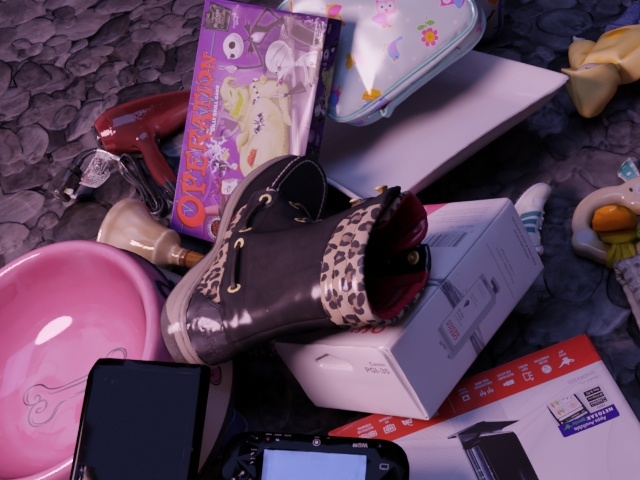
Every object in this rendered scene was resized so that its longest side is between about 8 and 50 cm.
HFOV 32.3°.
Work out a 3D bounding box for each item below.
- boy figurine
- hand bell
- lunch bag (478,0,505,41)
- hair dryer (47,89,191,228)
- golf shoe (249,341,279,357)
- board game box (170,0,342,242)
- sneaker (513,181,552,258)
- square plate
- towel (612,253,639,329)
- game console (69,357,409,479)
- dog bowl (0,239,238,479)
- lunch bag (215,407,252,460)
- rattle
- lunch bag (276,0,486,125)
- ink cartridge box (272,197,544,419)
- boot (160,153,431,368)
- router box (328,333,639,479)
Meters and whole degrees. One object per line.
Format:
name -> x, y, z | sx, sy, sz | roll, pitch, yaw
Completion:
boy figurine -> 0.444, -0.291, 1.670 | 0.177, 0.092, 0.285 | 10, 47, 47
hand bell -> -0.181, 0.029, 1.550 | 0.242, 0.126, 0.126 | 16, 56, 24
lunch bag -> 0.142, -0.399, 1.754 | 0.303, 0.243, 0.115 | -2, 64, 5
hair dryer -> -0.271, -0.134, 1.764 | 0.223, 0.080, 0.293 | 22, 63, 11
golf shoe -> -0.115, 0.103, 1.503 | 0.186, 0.067, 0.086 | 11, 52, 24
board game box -> -0.097, -0.159, 1.583 | 0.208, 0.347, 0.056 | 16, 12, 30
sneaker -> 0.281, -0.009, 1.512 | 0.075, 0.057, 0.161 | 37, 64, 18
square plate -> 0.135, -0.168, 1.624 | 0.344, 0.049, 0.347 | -34, 30, -15
towel -> 0.554, 0.116, 1.330 | 0.312, 0.056, 0.324 | -14, 48, -1
game console -> -0.086, 0.239, 1.181 | 0.361, 0.044, 0.213 | 3, 67, 4
dog bowl -> -0.317, 0.179, 1.383 | 0.408, 0.150, 0.408 | -13, 53, 18
lunch bag -> -0.141, 0.230, 1.404 | 0.098, 0.065, 0.067 | 34, 78, 34
rattle -> 0.406, -0.072, 1.473 | 0.130, 0.143, 0.200 | 13, 59, 44
lunch bag -> 0.083, -0.302, 1.585 | 0.279, 0.108, 0.224 | -36, 85, 16
ink cartridge box -> 0.109, 0.079, 1.362 | 0.207, 0.117, 0.283 | -3, 36, 49
boot -> 0.000, 0.000, 1.329 | 0.284, 0.138, 0.377 | -14, 27, 34
router box -> 0.215, 0.294, 1.242 | 0.335, 0.082, 0.301 | -21, 48, -3
